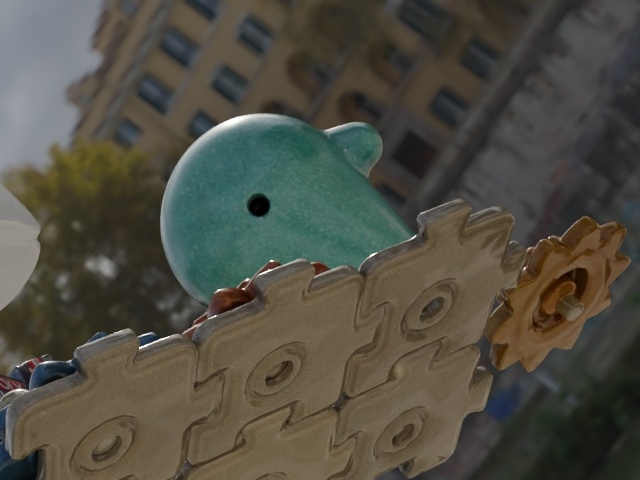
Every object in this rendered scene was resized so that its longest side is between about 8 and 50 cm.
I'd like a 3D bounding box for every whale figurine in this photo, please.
[{"bbox_3d":[0.000,0.000,1.552,0.141,0.272,0.216,72,-138,-81],"label":"whale figurine"}]

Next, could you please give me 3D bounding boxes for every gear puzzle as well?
[{"bbox_3d":[0.005,0.052,0.813,0.339,0.044,0.175,-21,-40,-30],"label":"gear puzzle"}]

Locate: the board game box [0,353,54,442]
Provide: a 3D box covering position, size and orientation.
[{"bbox_3d":[-0.201,0.149,1.296,0.060,0.194,0.194,-47,-40,13],"label":"board game box"}]

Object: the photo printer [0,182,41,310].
[{"bbox_3d":[-0.376,-0.068,1.342,0.107,0.307,0.256,-56,-26,16],"label":"photo printer"}]
